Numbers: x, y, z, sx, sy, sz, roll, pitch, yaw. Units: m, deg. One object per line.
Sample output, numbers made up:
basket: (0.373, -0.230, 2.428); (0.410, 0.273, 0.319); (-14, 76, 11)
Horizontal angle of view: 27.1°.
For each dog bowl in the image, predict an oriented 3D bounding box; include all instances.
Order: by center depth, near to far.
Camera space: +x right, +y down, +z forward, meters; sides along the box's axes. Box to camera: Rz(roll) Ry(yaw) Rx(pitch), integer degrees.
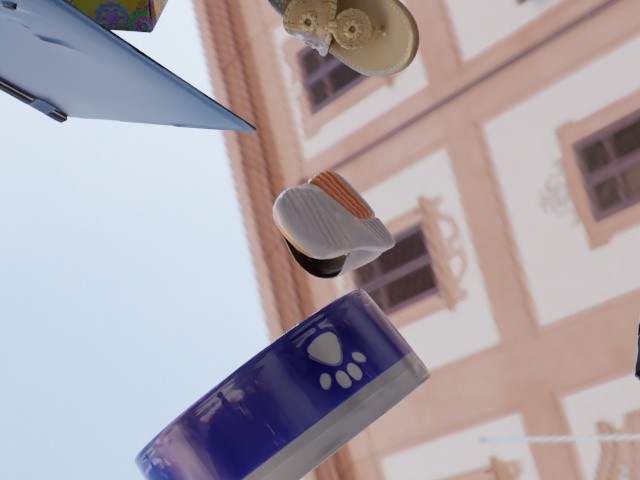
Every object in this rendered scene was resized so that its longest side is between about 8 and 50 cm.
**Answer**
dog bowl: (-0.034, 0.162, 1.198); (0.265, 0.265, 0.104); (-31, -99, -44)

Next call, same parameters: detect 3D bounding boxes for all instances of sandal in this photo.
sandal: (-0.009, -0.215, 1.272); (0.079, 0.088, 0.240); (-12, -146, -32)
sandal: (-0.007, -0.008, 1.310); (0.102, 0.076, 0.265); (51, -162, 10)

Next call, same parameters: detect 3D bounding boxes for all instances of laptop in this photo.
laptop: (-0.305, -0.283, 1.318); (0.382, 0.236, 0.408); (31, -145, -56)

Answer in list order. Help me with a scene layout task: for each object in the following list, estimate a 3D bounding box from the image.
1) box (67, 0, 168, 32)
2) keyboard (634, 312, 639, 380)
box: (-0.224, -0.401, 1.308); (0.177, 0.290, 0.279); (5, -144, 5)
keyboard: (0.405, 0.099, 1.474); (0.192, 0.100, 0.038); (-63, -21, -58)
